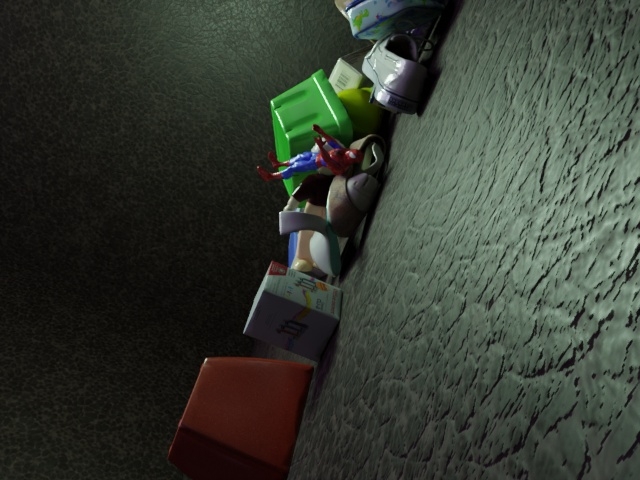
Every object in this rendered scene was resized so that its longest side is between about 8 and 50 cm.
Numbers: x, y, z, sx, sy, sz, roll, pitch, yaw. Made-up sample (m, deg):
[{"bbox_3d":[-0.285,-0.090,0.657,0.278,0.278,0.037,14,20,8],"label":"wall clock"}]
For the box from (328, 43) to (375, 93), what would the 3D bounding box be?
[{"bbox_3d":[0.140,-0.535,1.922,0.275,0.094,0.113,-40,-14,-48],"label":"box"}]

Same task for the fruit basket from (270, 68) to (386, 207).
[{"bbox_3d":[0.057,-0.299,1.743,0.282,0.392,0.392,67,148,33],"label":"fruit basket"}]

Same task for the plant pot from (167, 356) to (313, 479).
[{"bbox_3d":[-0.187,0.407,1.351,0.267,0.236,0.267,117,173,-45],"label":"plant pot"}]

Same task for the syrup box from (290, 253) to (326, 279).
[{"bbox_3d":[-0.024,0.054,1.851,0.237,0.093,0.096,131,160,-76],"label":"syrup box"}]

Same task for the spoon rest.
[{"bbox_3d":[0.000,0.000,1.421,0.276,0.084,0.137,37,-134,-60],"label":"spoon rest"}]

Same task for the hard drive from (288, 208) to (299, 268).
[{"bbox_3d":[-0.092,0.058,2.311,0.318,0.040,0.210,-93,11,-50],"label":"hard drive"}]

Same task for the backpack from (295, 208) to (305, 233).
[{"bbox_3d":[-0.009,-0.084,1.997,0.166,0.144,0.188,-61,-5,-87],"label":"backpack"}]

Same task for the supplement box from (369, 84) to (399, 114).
[{"bbox_3d":[0.173,-0.372,1.542,0.083,0.083,0.056,-75,7,-56],"label":"supplement box"}]

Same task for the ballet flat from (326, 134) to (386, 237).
[{"bbox_3d":[0.093,-0.144,1.428,0.106,0.107,0.316,-27,35,39],"label":"ballet flat"}]

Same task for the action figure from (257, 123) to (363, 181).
[{"bbox_3d":[-0.033,-0.212,1.426,0.091,0.280,0.139,-61,-42,-36],"label":"action figure"}]

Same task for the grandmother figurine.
[{"bbox_3d":[0.010,-0.095,1.565,0.104,0.208,0.342,25,115,48],"label":"grandmother figurine"}]

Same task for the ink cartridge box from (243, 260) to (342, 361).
[{"bbox_3d":[-0.056,0.154,1.327,0.128,0.176,0.127,-80,14,-62],"label":"ink cartridge box"}]

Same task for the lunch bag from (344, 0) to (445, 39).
[{"bbox_3d":[0.177,-0.534,1.403,0.176,0.090,0.219,-14,6,39],"label":"lunch bag"}]

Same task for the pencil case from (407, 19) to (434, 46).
[{"bbox_3d":[0.233,-0.537,1.561,0.088,0.086,0.206,-86,17,-53],"label":"pencil case"}]

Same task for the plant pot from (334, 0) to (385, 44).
[{"bbox_3d":[0.210,-0.705,1.784,0.229,0.263,0.263,-48,14,23],"label":"plant pot"}]

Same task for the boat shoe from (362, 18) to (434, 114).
[{"bbox_3d":[0.180,-0.415,1.372,0.367,0.136,0.156,-85,16,-62],"label":"boat shoe"}]
